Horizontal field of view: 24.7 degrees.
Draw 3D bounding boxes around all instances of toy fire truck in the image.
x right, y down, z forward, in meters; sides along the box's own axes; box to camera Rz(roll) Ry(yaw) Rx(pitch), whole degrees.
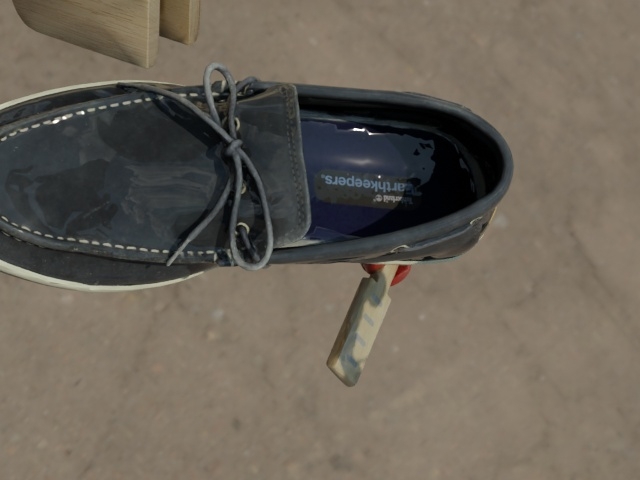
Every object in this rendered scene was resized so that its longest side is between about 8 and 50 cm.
[{"bbox_3d":[0.000,0.000,1.482,0.217,0.158,0.246,25,24,-36],"label":"toy fire truck"}]

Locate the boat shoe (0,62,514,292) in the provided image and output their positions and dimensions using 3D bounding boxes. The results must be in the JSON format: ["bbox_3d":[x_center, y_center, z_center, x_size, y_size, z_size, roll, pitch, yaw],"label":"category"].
[{"bbox_3d":[-0.066,-0.056,1.221,0.500,0.156,0.187,1,76,-19],"label":"boat shoe"}]

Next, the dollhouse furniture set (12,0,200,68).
[{"bbox_3d":[-0.098,-0.249,0.807,0.161,0.242,0.212,20,34,23],"label":"dollhouse furniture set"}]
